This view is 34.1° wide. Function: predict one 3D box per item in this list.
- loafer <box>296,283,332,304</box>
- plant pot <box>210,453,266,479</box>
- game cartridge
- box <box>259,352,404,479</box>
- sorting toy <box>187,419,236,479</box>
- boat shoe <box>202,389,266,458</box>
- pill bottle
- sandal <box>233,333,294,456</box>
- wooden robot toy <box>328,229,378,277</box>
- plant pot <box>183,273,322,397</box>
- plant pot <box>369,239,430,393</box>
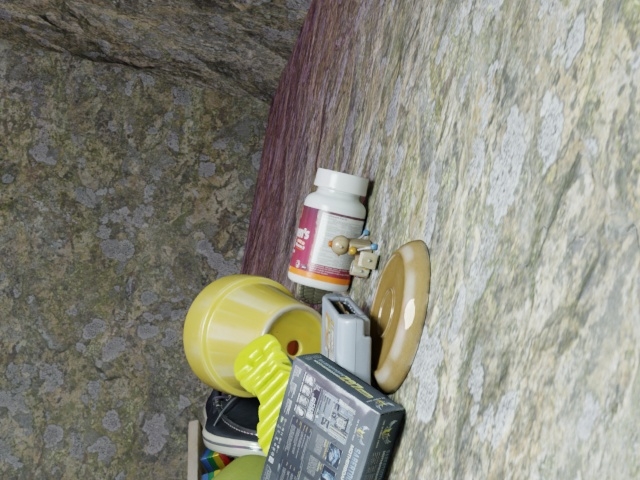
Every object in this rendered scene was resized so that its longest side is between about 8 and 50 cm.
[{"bbox_3d":[0.000,0.000,2.127,0.092,0.102,0.268,-107,30,-60],"label":"loafer"},{"bbox_3d":[-0.153,0.547,1.935,0.293,0.275,0.274,-67,-3,-56],"label":"plant pot"},{"bbox_3d":[0.037,0.201,1.676,0.297,0.062,0.198,-142,57,-83],"label":"game cartridge"},{"bbox_3d":[0.011,0.307,1.514,0.183,0.059,0.232,29,111,41],"label":"box"},{"bbox_3d":[-0.216,0.578,2.394,0.255,0.089,0.257,-99,-11,-53],"label":"sorting toy"},{"bbox_3d":[-0.158,0.378,2.270,0.500,0.187,0.156,-161,88,-77],"label":"boat shoe"},{"bbox_3d":[0.019,-0.021,1.987,0.121,0.121,0.221,-148,71,-80],"label":"pill bottle"},{"bbox_3d":[-0.041,0.284,1.751,0.126,0.138,0.317,-40,32,10],"label":"sandal"},{"bbox_3d":[0.051,0.024,1.871,0.173,0.079,0.076,-110,34,-73],"label":"wooden robot toy"},{"bbox_3d":[-0.111,0.200,2.091,0.239,0.254,0.254,5,82,57],"label":"plant pot"},{"bbox_3d":[0.110,0.110,1.561,0.236,0.032,0.236,-167,90,-80],"label":"plant pot"}]
